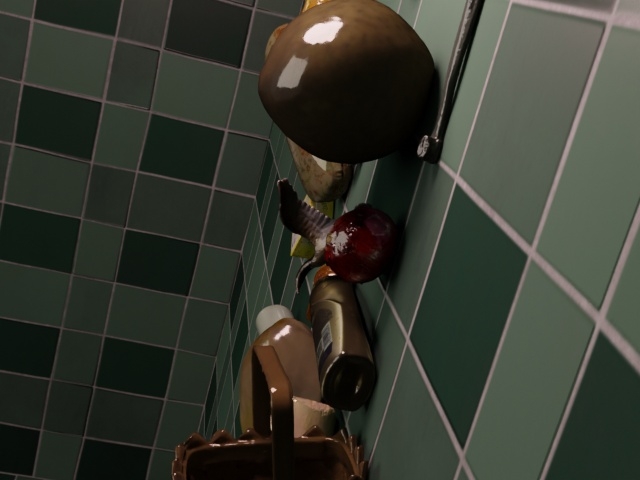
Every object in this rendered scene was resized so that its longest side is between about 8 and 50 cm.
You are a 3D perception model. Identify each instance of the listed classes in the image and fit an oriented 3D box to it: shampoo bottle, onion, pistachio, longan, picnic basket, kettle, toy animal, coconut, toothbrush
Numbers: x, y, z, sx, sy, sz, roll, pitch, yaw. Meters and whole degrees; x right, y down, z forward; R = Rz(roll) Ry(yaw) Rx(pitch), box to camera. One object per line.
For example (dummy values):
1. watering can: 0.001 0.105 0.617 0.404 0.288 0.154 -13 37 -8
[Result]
1. shampoo bottle: 0.030 0.160 1.609 0.350 0.084 0.126 -104 29 -68
2. onion: 0.067 0.011 1.496 0.131 0.131 0.131 -168 90 -80
3. pistachio: -0.066 0.293 1.820 0.166 0.197 0.288 -9 -77 -55
4. longan: 0.043 -0.258 1.526 0.350 0.288 0.289 179 102 -88
5. picnic basket: -0.078 0.339 1.380 0.254 0.291 0.321 -131 41 -76
6. kettle: -0.105 0.239 2.211 0.148 0.098 0.127 -118 47 -69
7. toy animal: 0.009 0.006 1.704 0.160 0.272 0.197 0 66 43
8. coconut: -0.047 0.357 1.640 0.147 0.147 0.153 152 130 -76
9. toothbrush: 0.197 -0.257 1.345 0.030 0.030 0.298 32 110 51

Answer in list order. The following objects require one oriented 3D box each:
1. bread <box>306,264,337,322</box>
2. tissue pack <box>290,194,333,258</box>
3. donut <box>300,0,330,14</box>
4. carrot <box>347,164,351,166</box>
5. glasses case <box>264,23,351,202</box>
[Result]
1. bread: -0.001 0.113 1.947 0.126 0.044 0.129 -126 46 -78
2. tissue pack: -0.019 -0.038 2.154 0.176 0.062 0.095 120 158 -57
3. donut: 0.022 -0.501 2.226 0.299 0.150 0.318 -163 85 -81
4. carrot: 0.083 -0.273 1.903 0.059 0.059 0.248 -178 102 -79
5. glasses case: -0.032 -0.287 2.050 0.156 0.098 0.426 -45 57 54
